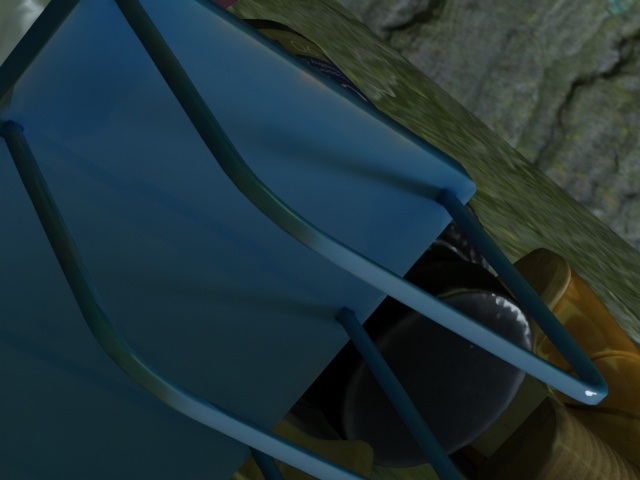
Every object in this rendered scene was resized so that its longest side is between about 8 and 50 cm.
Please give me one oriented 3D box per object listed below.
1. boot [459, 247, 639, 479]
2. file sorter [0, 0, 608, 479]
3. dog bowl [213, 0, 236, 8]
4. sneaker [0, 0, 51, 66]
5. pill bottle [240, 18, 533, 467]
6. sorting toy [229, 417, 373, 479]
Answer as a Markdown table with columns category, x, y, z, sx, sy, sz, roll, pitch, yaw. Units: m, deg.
| category | x | y | z | sx | sy | sz | roll | pitch | yaw |
| --- | --- | --- | --- | --- | --- | --- | --- | --- | --- |
| boot | 0.163 | 0.129 | 0.998 | 0.211 | 0.104 | 0.295 | 41 | 14 | -13 |
| file sorter | -0.041 | 0.047 | 0.432 | 0.118 | 0.170 | 0.104 | 30 | 17 | -36 |
| dog bowl | -0.145 | -0.220 | 0.697 | 0.408 | 0.408 | 0.150 | 30 | 31 | -36 |
| sneaker | -0.225 | -0.068 | 0.533 | 0.236 | 0.130 | 0.323 | 10 | 18 | 39 |
| pill bottle | 0.000 | 0.000 | 0.890 | 0.123 | 0.123 | 0.219 | 28 | 15 | -43 |
| sorting toy | -0.088 | 0.039 | 0.683 | 0.229 | 0.041 | 0.307 | 33 | 10 | -2 |
